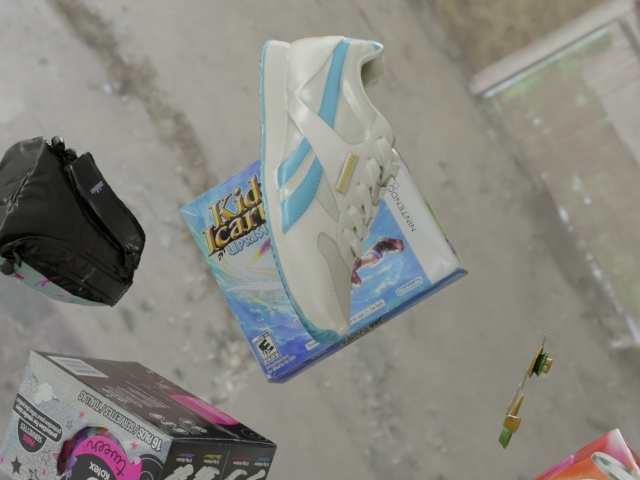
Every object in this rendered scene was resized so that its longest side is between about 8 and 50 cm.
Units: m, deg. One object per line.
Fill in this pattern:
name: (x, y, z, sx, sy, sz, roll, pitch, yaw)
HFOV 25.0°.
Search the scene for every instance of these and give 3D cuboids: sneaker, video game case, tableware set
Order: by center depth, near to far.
sneaker: (0.009, -0.041, 1.012, 0.087, 0.092, 0.229, 65, 20, -70)
video game case: (0.000, 0.000, 1.728, 0.244, 0.269, 0.061, 61, 11, 16)
tableware set: (0.284, 0.210, 1.973, 0.024, 0.104, 0.154, 23, 49, 14)

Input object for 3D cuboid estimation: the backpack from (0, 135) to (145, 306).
backpack: (-0.270, -0.009, 1.504, 0.182, 0.115, 0.152, 41, 72, -42)

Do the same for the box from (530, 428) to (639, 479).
box: (0.182, 0.244, 0.745, 0.257, 0.122, 0.128, 54, 9, -18)

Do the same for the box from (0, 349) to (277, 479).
box: (-0.199, 0.228, 1.518, 0.163, 0.247, 0.142, 12, 98, -48)
